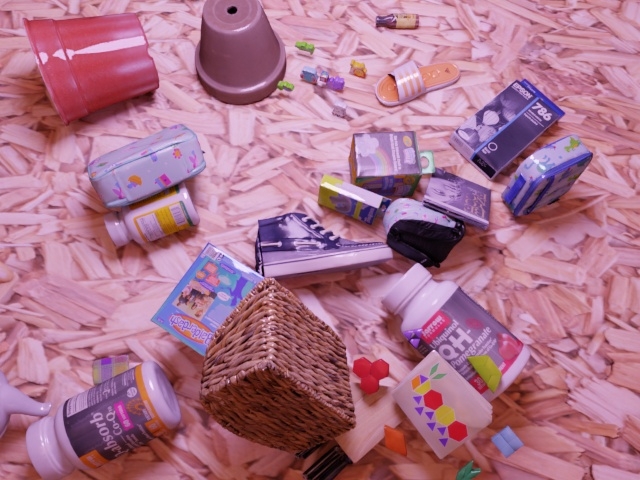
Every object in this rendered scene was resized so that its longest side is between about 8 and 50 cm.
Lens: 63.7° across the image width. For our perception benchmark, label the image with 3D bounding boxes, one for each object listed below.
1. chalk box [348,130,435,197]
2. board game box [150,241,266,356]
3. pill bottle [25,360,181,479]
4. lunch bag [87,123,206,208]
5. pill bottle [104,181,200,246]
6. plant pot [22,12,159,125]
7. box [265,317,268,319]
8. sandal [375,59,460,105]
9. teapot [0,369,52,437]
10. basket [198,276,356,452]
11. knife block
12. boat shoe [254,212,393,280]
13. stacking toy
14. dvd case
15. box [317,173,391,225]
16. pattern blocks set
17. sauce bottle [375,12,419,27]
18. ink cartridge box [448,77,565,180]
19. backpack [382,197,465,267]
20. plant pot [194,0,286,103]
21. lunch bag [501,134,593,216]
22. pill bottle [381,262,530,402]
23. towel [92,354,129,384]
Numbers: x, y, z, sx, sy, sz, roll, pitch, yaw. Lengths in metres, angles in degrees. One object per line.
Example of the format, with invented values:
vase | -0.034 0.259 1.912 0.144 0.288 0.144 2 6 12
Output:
chalk box | 0.188 -0.196 1.341 0.213 0.132 0.132 -2 70 -3
board game box | -0.239 0.132 1.123 0.160 0.047 0.210 32 74 9
pill bottle | -0.458 0.388 1.105 0.279 0.162 0.162 -26 74 -10
lunch bag | -0.428 -0.190 1.283 0.279 0.224 0.107 -27 118 -16
pill bottle | -0.419 -0.060 1.283 0.209 0.117 0.117 -22 73 -9
plant pot | -0.586 -0.468 1.357 0.265 0.272 0.272 -20 73 -17
box | -0.186 0.204 1.193 0.123 0.128 0.257 -42 77 -13
sandal | 0.279 -0.471 1.465 0.266 0.076 0.101 -22 73 -9
teapot | -0.770 0.384 1.094 0.256 0.187 0.252 12 49 30
basket | -0.094 0.266 1.053 0.214 0.299 0.222 -31 37 20
knife block | 0.085 0.439 1.142 0.276 0.088 0.241 6 72 0
boat shoe | 0.000 0.000 1.266 0.341 0.127 0.157 -7 79 -3
stacking toy | 0.004 -0.460 1.464 0.221 0.052 0.166 21 70 3
dvd case | 0.351 -0.113 1.306 0.165 0.018 0.221 24 34 6
box | 0.083 -0.099 1.315 0.178 0.109 0.042 22 68 6
pattern blocks set | 0.249 0.341 1.082 0.286 0.026 0.324 -31 80 8
sauce bottle | 0.230 -0.661 1.547 0.128 0.042 0.042 -1 71 -4
ink cartridge box | 0.531 -0.329 1.432 0.333 0.065 0.165 -41 76 -15
backpack | 0.242 -0.025 1.267 0.182 0.151 0.115 15 35 -15
plant pot | -0.228 -0.543 1.396 0.264 0.229 0.262 0 72 0
lunch bag | 0.559 -0.154 1.290 0.176 0.219 0.090 -24 67 -10
pill bottle | 0.299 0.204 1.182 0.318 0.176 0.176 43 75 12
towel | -0.492 0.305 1.212 0.084 0.009 0.060 -9 72 -4
